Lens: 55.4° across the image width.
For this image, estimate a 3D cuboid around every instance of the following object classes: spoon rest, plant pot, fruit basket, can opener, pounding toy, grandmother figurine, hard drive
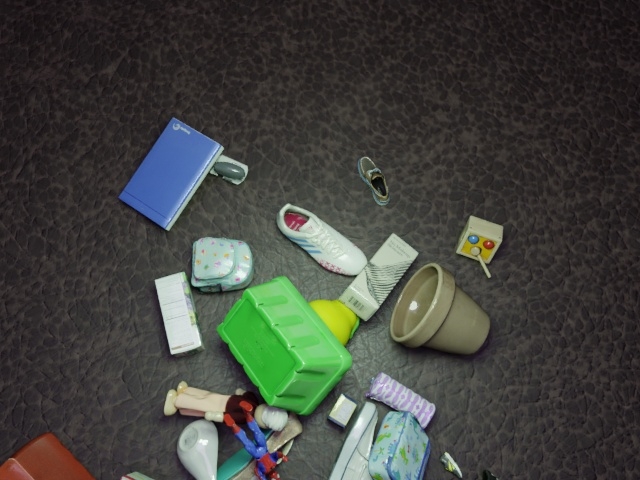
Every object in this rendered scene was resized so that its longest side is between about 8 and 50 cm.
[{"bbox_3d":[-0.337,0.622,1.695,0.137,0.084,0.276,-31,39,10],"label":"spoon rest"},{"bbox_3d":[0.373,0.228,1.822,0.229,0.263,0.263,27,73,-12],"label":"plant pot"},{"bbox_3d":[-0.058,0.289,1.785,0.392,0.392,0.283,41,108,10],"label":"fruit basket"},{"bbox_3d":[-0.371,-0.273,2.011,0.284,0.095,0.076,25,73,5],"label":"can opener"},{"bbox_3d":[0.509,0.021,1.941,0.130,0.141,0.100,19,45,4],"label":"pounding toy"},{"bbox_3d":[-0.779,0.698,1.617,0.267,0.235,0.267,41,75,10],"label":"plant pot"},{"bbox_3d":[-0.254,0.475,1.733,0.343,0.208,0.104,7,110,16],"label":"grandmother figurine"},{"bbox_3d":[-0.483,-0.218,1.969,0.210,0.040,0.318,31,85,19],"label":"hard drive"}]

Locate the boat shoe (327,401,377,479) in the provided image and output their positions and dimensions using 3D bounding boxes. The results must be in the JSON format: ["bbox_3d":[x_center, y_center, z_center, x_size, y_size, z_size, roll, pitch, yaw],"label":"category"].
[{"bbox_3d":[0.117,0.651,1.719,0.157,0.136,0.367,23,76,5],"label":"boat shoe"}]

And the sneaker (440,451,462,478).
[{"bbox_3d":[0.382,0.662,1.783,0.035,0.031,0.083,-35,72,2],"label":"sneaker"}]

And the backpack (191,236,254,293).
[{"bbox_3d":[-0.300,0.073,1.883,0.189,0.144,0.165,1,67,-5],"label":"backpack"}]

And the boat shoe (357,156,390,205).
[{"bbox_3d":[0.183,-0.209,2.027,0.066,0.066,0.183,-26,75,-10],"label":"boat shoe"}]

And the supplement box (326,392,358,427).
[{"bbox_3d":[0.063,0.500,1.790,0.056,0.083,0.083,29,73,7],"label":"supplement box"}]

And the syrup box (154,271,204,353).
[{"bbox_3d":[-0.426,0.227,1.853,0.096,0.093,0.236,-16,74,-7],"label":"syrup box"}]

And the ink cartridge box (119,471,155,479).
[{"bbox_3d":[-0.494,0.718,1.653,0.127,0.176,0.128,24,74,3],"label":"ink cartridge box"}]

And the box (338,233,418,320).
[{"bbox_3d":[0.180,0.109,1.860,0.113,0.094,0.275,38,52,4],"label":"box"}]

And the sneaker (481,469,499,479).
[{"bbox_3d":[0.383,0.757,1.715,0.302,0.108,0.121,-23,74,-17],"label":"sneaker"}]

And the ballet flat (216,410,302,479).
[{"bbox_3d":[-0.172,0.620,1.740,0.316,0.107,0.106,-42,106,-12],"label":"ballet flat"}]

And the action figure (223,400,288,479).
[{"bbox_3d":[-0.148,0.567,1.608,0.091,0.280,0.139,-35,35,-22],"label":"action figure"}]

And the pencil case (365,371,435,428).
[{"bbox_3d":[0.237,0.473,1.804,0.206,0.086,0.088,30,80,7],"label":"pencil case"}]

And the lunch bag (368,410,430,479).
[{"bbox_3d":[0.226,0.599,1.696,0.176,0.090,0.219,60,38,-22],"label":"lunch bag"}]

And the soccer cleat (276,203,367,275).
[{"bbox_3d":[0.000,0.000,1.914,0.331,0.143,0.116,32,74,7],"label":"soccer cleat"}]
